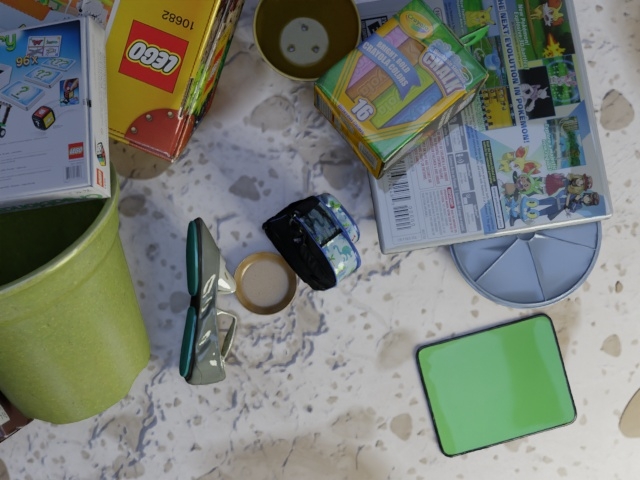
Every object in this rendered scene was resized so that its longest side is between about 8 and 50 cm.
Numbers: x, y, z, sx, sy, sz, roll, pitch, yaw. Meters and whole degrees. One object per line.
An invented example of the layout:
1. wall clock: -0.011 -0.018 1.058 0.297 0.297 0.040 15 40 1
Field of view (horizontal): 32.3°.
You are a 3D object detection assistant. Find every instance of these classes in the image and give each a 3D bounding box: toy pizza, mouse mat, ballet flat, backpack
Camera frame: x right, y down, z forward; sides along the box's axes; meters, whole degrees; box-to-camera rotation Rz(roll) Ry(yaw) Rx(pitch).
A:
1. toy pizza: 0.265 -0.011 1.446 0.201 0.032 0.201 0 85 0
2. mouse mat: 0.231 0.190 1.453 0.190 0.007 0.152 -15 89 -3
3. ballet flat: -0.140 0.077 1.407 0.068 0.072 0.213 3 92 -19
4. backpack: 0.000 0.000 1.396 0.084 0.105 0.114 -37 98 -25

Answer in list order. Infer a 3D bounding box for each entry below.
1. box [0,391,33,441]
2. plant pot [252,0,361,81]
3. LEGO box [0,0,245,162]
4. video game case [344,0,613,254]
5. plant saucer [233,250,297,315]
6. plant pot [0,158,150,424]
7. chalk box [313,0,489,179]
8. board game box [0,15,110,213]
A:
1. box: -0.485 0.212 1.326 0.203 0.168 0.167 -34 90 -4
2. plant pot: -0.020 -0.261 1.406 0.134 0.095 0.134 0 88 -4
3. LEGO box: -0.325 -0.368 1.266 0.500 0.193 0.372 22 118 -3
4. video game case: 0.199 -0.165 1.427 0.300 0.036 0.329 -9 83 -1
5. plant saucer: -0.072 0.056 1.433 0.083 0.015 0.083 0 88 -4
6. plant pot: -0.322 0.067 1.279 0.276 0.276 0.254 -20 128 -4
7. chalk box: 0.112 -0.198 1.347 0.213 0.132 0.132 -41 85 -5
8. board game box: -0.379 -0.123 1.201 0.305 0.053 0.193 -7 76 13
